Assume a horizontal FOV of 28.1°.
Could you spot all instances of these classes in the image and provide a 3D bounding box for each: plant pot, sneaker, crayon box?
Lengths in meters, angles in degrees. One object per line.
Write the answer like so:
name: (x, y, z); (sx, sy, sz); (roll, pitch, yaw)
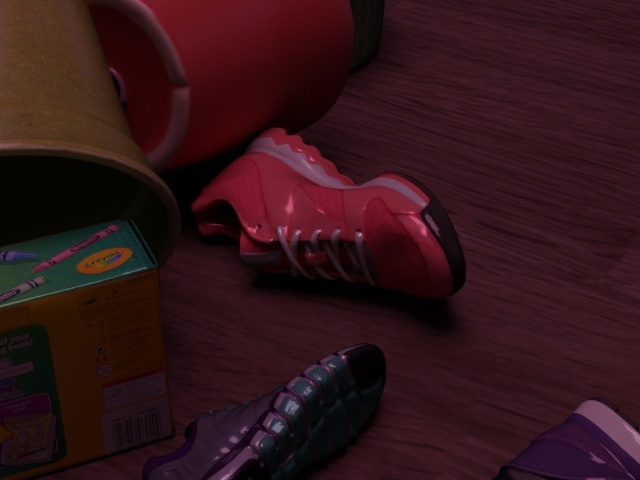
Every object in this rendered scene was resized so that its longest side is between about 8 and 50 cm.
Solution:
plant pot: (-0.142, -0.193, 1.298); (0.275, 0.274, 0.243); (17, 32, 26)
sneaker: (0.000, 0.000, 1.182); (0.136, 0.115, 0.314); (-35, 38, -27)
sneaker: (0.219, 0.227, 0.829); (0.124, 0.107, 0.283); (-30, 37, -15)
crayon box: (-0.256, 0.100, 0.956); (0.279, 0.165, 0.081); (-14, 35, -19)
plant pot: (-0.275, -0.100, 1.087); (0.276, 0.276, 0.253); (-8, 61, -11)
sneaker: (-0.045, 0.135, 0.976); (0.098, 0.083, 0.224); (18, 38, 35)

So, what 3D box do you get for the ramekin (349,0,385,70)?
ramekin: (-0.058, -0.312, 1.607); (0.304, 0.148, 0.303); (-1, 33, 1)
